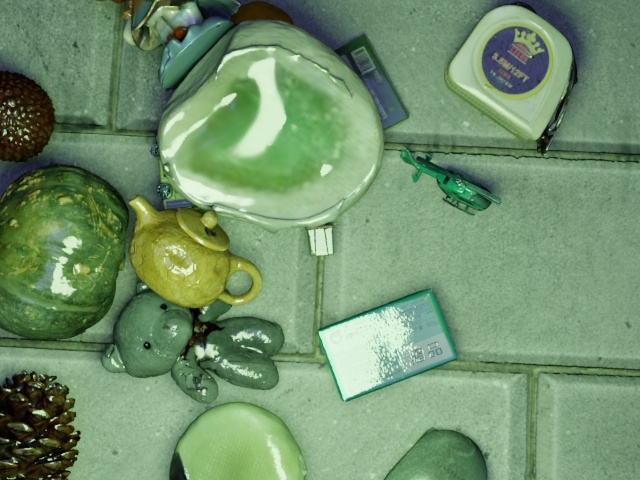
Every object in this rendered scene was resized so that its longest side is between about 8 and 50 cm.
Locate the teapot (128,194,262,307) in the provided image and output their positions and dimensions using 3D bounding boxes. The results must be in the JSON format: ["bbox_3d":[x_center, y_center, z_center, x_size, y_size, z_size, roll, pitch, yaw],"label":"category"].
[{"bbox_3d":[-0.237,0.017,1.661,0.311,0.203,0.167,33,109,-20],"label":"teapot"}]

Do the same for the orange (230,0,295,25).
[{"bbox_3d":[-0.123,-0.406,1.773,0.159,0.136,0.159,0,87,-3],"label":"orange"}]

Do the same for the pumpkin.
[{"bbox_3d":[-0.497,0.021,1.652,0.257,0.291,0.327,14,98,-20],"label":"pumpkin"}]

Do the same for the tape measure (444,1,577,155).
[{"bbox_3d":[0.412,-0.342,1.782,0.271,0.133,0.231,37,93,1],"label":"tape measure"}]

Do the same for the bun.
[{"bbox_3d":[-0.144,0.448,1.679,0.283,0.179,0.283,-3,81,20],"label":"bun"}]

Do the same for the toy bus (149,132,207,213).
[{"bbox_3d":[-0.280,-0.129,1.767,0.101,0.088,0.175,-7,85,0],"label":"toy bus"}]

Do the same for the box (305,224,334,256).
[{"bbox_3d":[0.000,0.000,1.762,0.060,0.085,0.063,-3,90,-2],"label":"box"}]

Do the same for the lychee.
[{"bbox_3d":[-0.619,-0.246,1.731,0.188,0.188,0.188,0,84,-1],"label":"lychee"}]

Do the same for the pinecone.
[{"bbox_3d":[-0.563,0.379,1.651,0.224,0.224,0.272,10,73,0],"label":"pinecone"}]

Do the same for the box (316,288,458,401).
[{"bbox_3d":[0.130,0.205,1.739,0.245,0.092,0.153,-20,86,-2],"label":"box"}]

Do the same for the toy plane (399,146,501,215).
[{"bbox_3d":[0.261,-0.117,1.774,0.235,0.096,0.060,29,82,20],"label":"toy plane"}]

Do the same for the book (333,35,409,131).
[{"bbox_3d":[0.022,-0.280,1.817,0.264,0.027,0.202,-28,87,-4],"label":"book"}]

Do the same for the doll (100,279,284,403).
[{"bbox_3d":[-0.237,0.186,1.702,0.340,0.158,0.246,13,63,3],"label":"doll"}]

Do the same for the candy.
[{"bbox_3d":[-0.080,-0.207,1.688,0.427,0.186,0.386,26,101,-15],"label":"candy"}]

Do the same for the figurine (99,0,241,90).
[{"bbox_3d":[-0.332,-0.507,1.691,0.388,0.248,0.276,48,120,4],"label":"figurine"}]

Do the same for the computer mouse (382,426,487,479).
[{"bbox_3d":[0.184,0.538,1.696,0.203,0.114,0.374,31,86,1],"label":"computer mouse"}]
